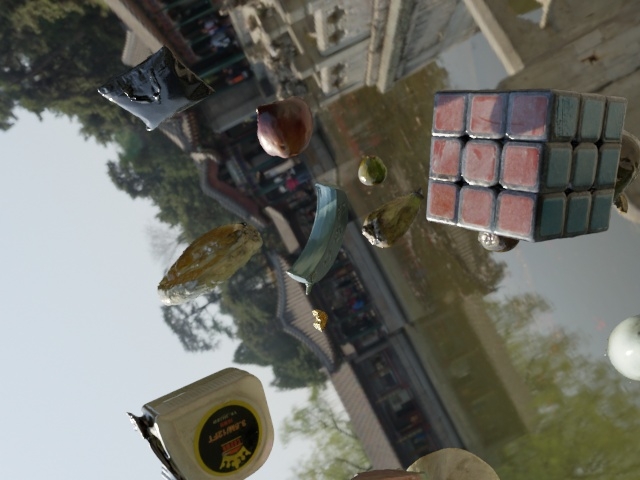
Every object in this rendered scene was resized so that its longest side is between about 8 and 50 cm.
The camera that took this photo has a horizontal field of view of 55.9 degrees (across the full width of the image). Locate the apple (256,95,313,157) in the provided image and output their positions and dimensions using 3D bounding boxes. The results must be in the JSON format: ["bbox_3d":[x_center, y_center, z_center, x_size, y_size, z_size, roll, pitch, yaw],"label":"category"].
[{"bbox_3d":[-0.096,-0.315,1.684,0.147,0.156,0.158,-2,109,41],"label":"apple"}]

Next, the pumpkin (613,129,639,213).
[{"bbox_3d":[0.817,-0.196,1.719,0.242,0.325,0.232,44,139,12],"label":"pumpkin"}]

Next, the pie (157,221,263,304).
[{"bbox_3d":[-0.293,0.058,1.587,0.077,0.339,0.339,56,-178,-23],"label":"pie"}]

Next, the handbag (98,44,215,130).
[{"bbox_3d":[-0.459,-0.421,1.689,0.211,0.254,0.089,41,-148,-51],"label":"handbag"}]

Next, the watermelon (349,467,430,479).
[{"bbox_3d":[0.154,0.575,1.179,0.293,0.250,0.283,82,-158,-56],"label":"watermelon"}]

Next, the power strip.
[{"bbox_3d":[0.000,0.000,1.349,0.054,0.254,0.167,18,-179,23],"label":"power strip"}]

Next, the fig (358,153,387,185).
[{"bbox_3d":[0.132,-0.182,1.534,0.088,0.073,0.074,80,166,-47],"label":"fig"}]

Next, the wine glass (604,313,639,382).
[{"bbox_3d":[0.926,0.268,1.647,0.357,0.190,0.191,79,165,-64],"label":"wine glass"}]

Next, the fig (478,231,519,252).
[{"bbox_3d":[0.479,-0.020,1.658,0.154,0.103,0.109,-7,98,65],"label":"fig"}]

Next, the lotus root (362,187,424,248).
[{"bbox_3d":[0.198,-0.060,1.570,0.108,0.190,0.094,48,172,34],"label":"lotus root"}]

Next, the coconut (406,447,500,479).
[{"bbox_3d":[0.352,0.715,1.624,0.329,0.328,0.329,63,180,1],"label":"coconut"}]

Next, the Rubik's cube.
[{"bbox_3d":[0.447,-0.177,1.332,0.303,0.300,0.305,20,112,50],"label":"Rubik's cube"}]

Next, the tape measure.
[{"bbox_3d":[-0.239,0.406,1.230,0.133,0.271,0.232,1,105,53],"label":"tape measure"}]

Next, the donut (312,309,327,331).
[{"bbox_3d":[-0.009,0.291,2.238,0.037,0.067,0.083,27,172,40],"label":"donut"}]
